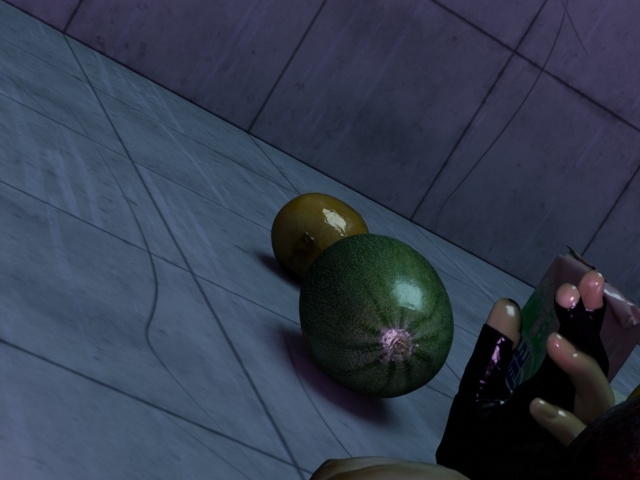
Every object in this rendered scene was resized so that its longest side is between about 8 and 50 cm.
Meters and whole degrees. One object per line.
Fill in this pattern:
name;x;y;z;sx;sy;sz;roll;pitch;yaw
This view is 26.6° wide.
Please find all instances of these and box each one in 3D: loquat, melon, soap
loquat;0.000;0.000;2.024;0.163;0.137;0.163;14;13;-3
melon;0.063;0.085;1.633;0.182;0.182;0.288;29;13;-17
soap;0.287;0.157;1.689;0.098;0.273;0.218;30;10;-14

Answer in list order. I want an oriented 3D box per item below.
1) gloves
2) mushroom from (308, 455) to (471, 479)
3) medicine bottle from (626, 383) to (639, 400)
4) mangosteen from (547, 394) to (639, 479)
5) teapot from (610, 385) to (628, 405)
gloves;0.221;0.168;1.398;0.152;0.301;0.197;-5;31;-40
mushroom;0.092;0.283;0.721;0.397;0.224;0.313;28;21;28
medicine bottle;0.591;0.339;1.845;0.384;0.224;0.224;34;7;-28
mangosteen;0.340;0.287;1.179;0.330;0.330;0.330;31;9;-5
teapot;0.419;0.255;2.251;0.200;0.077;0.107;37;30;30
